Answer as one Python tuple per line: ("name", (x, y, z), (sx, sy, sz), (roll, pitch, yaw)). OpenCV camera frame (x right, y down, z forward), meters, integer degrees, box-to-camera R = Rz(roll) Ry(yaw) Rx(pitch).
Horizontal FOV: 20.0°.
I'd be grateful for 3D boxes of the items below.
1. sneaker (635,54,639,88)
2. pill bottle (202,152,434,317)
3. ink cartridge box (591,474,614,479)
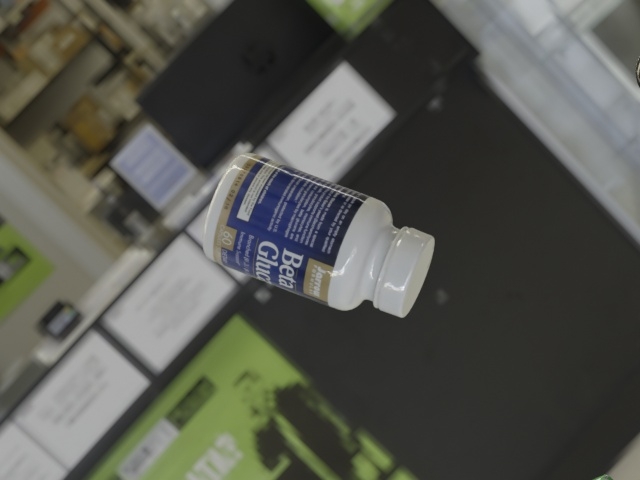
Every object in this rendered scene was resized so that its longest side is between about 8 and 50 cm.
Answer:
("sneaker", (0.249, -0.111, 1.086), (0.132, 0.229, 0.086), (-3, 75, 21))
("pill bottle", (0.000, 0.000, 1.440), (0.094, 0.169, 0.094), (20, -90, -77))
("ink cartridge box", (0.222, 0.311, 1.615), (0.208, 0.153, 0.087), (-33, 18, 48))
